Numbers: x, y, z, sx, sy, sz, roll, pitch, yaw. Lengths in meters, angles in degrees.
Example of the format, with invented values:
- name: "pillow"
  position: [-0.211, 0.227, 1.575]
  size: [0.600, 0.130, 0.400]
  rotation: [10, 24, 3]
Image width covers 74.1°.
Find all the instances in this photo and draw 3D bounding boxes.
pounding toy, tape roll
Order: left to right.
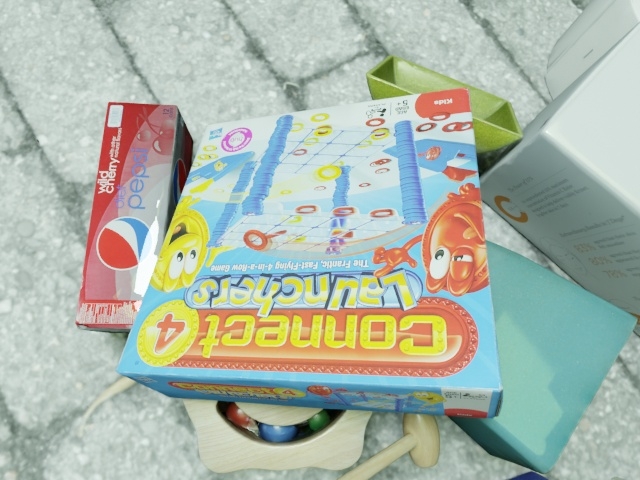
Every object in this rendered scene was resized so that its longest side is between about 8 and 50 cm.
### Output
- name: "pounding toy"
  position: [-0.010, 0.157, 0.439]
  size: [0.269, 0.155, 0.154]
  rotation: [0, 80, -4]
- name: "tape roll"
  position: [0.473, -0.261, 0.576]
  size: [0.246, 0.169, 0.246]
  rotation: [1, 76, -5]

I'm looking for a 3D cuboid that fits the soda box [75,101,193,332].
- name: "soda box"
  position: [-0.212, -0.024, 0.503]
  size: [0.083, 0.092, 0.263]
  rotation: [2, 75, -4]

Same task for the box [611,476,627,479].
- name: "box"
  position: [0.390, 0.327, 0.345]
  size: [0.121, 0.311, 0.148]
  rotation: [24, 75, 2]

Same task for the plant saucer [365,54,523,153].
- name: "plant saucer"
  position: [0.156, -0.176, 0.553]
  size: [0.188, 0.045, 0.188]
  rotation: [24, 34, 5]

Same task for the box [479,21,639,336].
- name: "box"
  position: [0.383, -0.029, 0.476]
  size: [0.345, 0.215, 0.168]
  rotation: [43, 86, 6]

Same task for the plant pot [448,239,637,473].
- name: "plant pot"
  position: [0.153, 0.093, 0.471]
  size: [0.234, 0.166, 0.165]
  rotation: [37, 76, 17]

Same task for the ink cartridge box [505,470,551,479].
- name: "ink cartridge box"
  position: [0.142, 0.456, 0.421]
  size: [0.324, 0.071, 0.330]
  rotation: [-14, 80, -8]

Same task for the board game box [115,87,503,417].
- name: "board game box"
  position: [0.000, 0.000, 0.421]
  size: [0.308, 0.086, 0.302]
  rotation: [-3, 56, 16]
